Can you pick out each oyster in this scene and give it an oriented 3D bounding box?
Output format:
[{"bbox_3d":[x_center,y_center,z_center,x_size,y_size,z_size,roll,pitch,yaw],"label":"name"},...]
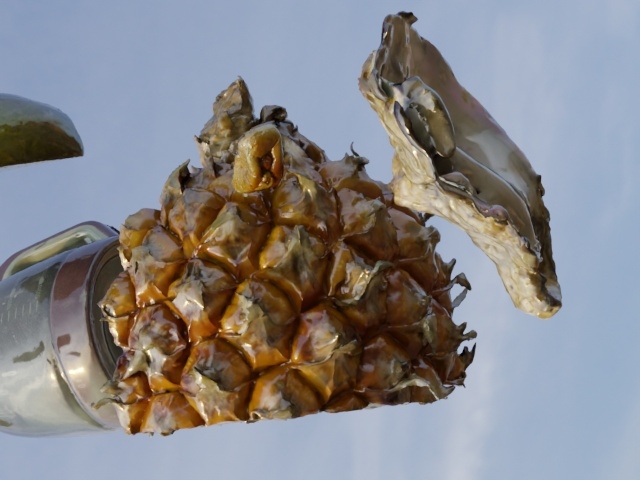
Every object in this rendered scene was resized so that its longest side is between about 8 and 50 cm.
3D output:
[{"bbox_3d":[0.078,-0.033,0.778,0.081,0.191,0.163,-37,-8,16],"label":"oyster"}]

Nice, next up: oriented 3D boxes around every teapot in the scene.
[{"bbox_3d":[-0.335,0.106,1.709,0.233,0.312,0.315,51,-145,-40],"label":"teapot"}]

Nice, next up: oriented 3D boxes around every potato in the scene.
[{"bbox_3d":[-0.418,-0.129,1.634,0.269,0.255,0.112,-44,-56,-80],"label":"potato"}]

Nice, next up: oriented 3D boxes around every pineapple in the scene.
[{"bbox_3d":[-0.001,-0.004,1.062,0.344,0.209,0.286,-8,-90,-44],"label":"pineapple"}]

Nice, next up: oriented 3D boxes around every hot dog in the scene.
[{"bbox_3d":[-0.045,-0.053,0.992,0.030,0.034,0.090,-25,-16,-17],"label":"hot dog"}]
